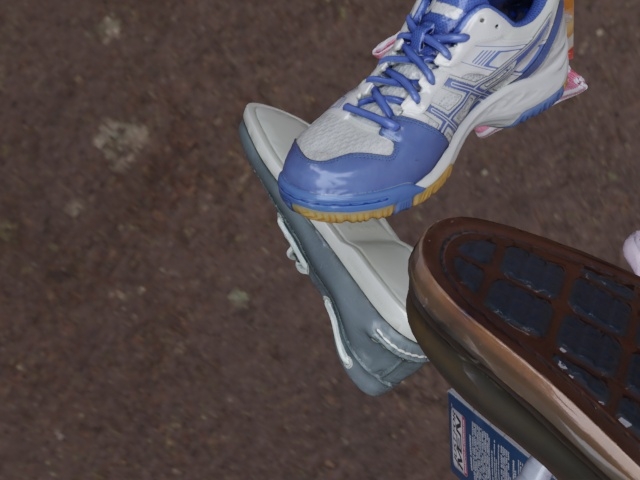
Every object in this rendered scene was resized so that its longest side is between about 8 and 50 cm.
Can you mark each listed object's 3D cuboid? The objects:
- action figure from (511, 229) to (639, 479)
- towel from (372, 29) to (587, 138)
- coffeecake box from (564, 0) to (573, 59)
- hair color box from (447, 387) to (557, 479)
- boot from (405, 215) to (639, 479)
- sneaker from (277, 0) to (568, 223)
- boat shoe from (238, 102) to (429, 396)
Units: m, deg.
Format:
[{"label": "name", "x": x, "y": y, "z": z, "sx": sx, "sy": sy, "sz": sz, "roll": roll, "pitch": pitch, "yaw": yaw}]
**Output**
[{"label": "action figure", "x": 0.276, "y": 0.136, "z": 0.943, "sx": 0.248, "sy": 0.370, "sz": 0.276, "roll": 32, "pitch": 81, "yaw": 2}, {"label": "towel", "x": 0.170, "y": -0.179, "z": 1.530, "sx": 0.144, "sy": 0.197, "sz": 0.029, "roll": -24, "pitch": 47, "yaw": 37}, {"label": "coffeecake box", "x": 0.211, "y": -0.257, "z": 1.645, "sx": 0.142, "sy": 0.185, "sz": 0.068, "roll": -15, "pitch": 69, "yaw": 4}, {"label": "hair color box", "x": 0.275, "y": 0.237, "z": 1.474, "sx": 0.174, "sy": 0.105, "sz": 0.347, "roll": -8, "pitch": 16, "yaw": -16}, {"label": "boot", "x": 0.090, "y": 0.091, "z": 0.367, "sx": 0.219, "sy": 0.082, "sz": 0.106, "roll": 37, "pitch": 125, "yaw": -3}, {"label": "sneaker", "x": 0.074, "y": -0.125, "z": 1.066, "sx": 0.112, "sy": 0.131, "sz": 0.296, "roll": 26, "pitch": 47, "yaw": 32}, {"label": "boat shoe", "x": 0.000, "y": 0.000, "z": 1.252, "sx": 0.099, "sy": 0.116, "sz": 0.319, "roll": -57, "pitch": 48, "yaw": 26}]
